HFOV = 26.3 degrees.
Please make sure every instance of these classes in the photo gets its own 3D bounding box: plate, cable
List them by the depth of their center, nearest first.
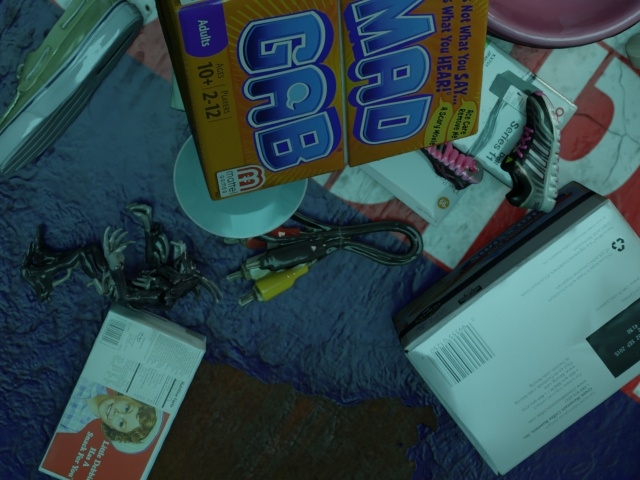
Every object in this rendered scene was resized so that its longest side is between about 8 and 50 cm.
[{"bbox_3d":[-0.111,-0.092,1.907,0.188,0.024,0.188,-3,116,-7],"label":"plate"},{"bbox_3d":[0.000,0.000,1.992,0.287,0.072,0.139,-12,83,-12],"label":"cable"}]

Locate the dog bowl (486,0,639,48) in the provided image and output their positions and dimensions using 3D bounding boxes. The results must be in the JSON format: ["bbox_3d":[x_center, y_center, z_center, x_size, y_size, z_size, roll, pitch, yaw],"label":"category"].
[{"bbox_3d":[0.318,-0.439,1.822,0.408,0.150,0.408,1,113,1],"label":"dog bowl"}]

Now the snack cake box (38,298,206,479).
[{"bbox_3d":[-0.286,0.236,1.989,0.152,0.089,0.264,24,98,-8],"label":"snack cake box"}]

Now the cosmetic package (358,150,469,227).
[{"bbox_3d":[0.100,-0.128,1.956,0.239,0.060,0.099,37,97,-8],"label":"cosmetic package"}]

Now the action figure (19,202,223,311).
[{"bbox_3d":[-0.275,0.028,1.922,0.275,0.164,0.141,4,105,3],"label":"action figure"}]

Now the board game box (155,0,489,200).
[{"bbox_3d":[-0.022,-0.327,1.678,0.356,0.356,0.357,-14,58,-6],"label":"board game box"}]

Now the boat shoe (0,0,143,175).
[{"bbox_3d":[-0.372,-0.226,1.911,0.094,0.109,0.302,40,87,7],"label":"boat shoe"}]

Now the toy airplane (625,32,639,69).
[{"bbox_3d":[0.626,-0.265,1.791,0.386,0.384,0.272,-11,110,1],"label":"toy airplane"}]

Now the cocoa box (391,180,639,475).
[{"bbox_3d":[0.306,0.114,1.920,0.347,0.228,0.231,-37,99,4],"label":"cocoa box"}]

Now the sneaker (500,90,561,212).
[{"bbox_3d":[0.284,-0.118,1.875,0.074,0.063,0.170,-5,107,-10],"label":"sneaker"}]

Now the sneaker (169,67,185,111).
[{"bbox_3d":[-0.086,-0.210,1.911,0.256,0.094,0.151,12,94,9],"label":"sneaker"}]

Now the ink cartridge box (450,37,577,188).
[{"bbox_3d":[0.235,-0.191,1.936,0.208,0.087,0.153,35,97,-8],"label":"ink cartridge box"}]

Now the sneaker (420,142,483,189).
[{"bbox_3d":[0.168,-0.111,1.904,0.119,0.057,0.047,39,55,-10],"label":"sneaker"}]
